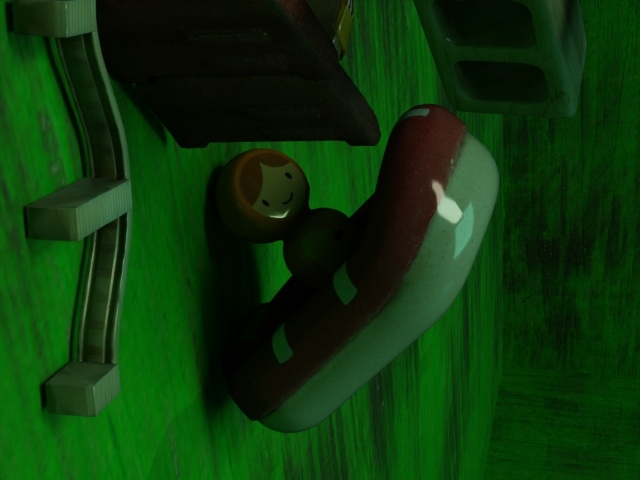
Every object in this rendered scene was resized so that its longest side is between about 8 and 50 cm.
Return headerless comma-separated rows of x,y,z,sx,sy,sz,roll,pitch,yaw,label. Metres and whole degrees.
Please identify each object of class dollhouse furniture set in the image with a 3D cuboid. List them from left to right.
0.085,-0.159,0.527,0.152,0.374,0.201,51,45,-63,dollhouse furniture set

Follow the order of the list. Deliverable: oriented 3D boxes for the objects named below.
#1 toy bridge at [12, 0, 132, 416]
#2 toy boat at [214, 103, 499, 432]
-0.105,-0.015,0.500,0.063,0.026,0.188,-50,141,-69,toy bridge
0.000,0.000,0.701,0.231,0.151,0.151,-46,-172,30,toy boat
